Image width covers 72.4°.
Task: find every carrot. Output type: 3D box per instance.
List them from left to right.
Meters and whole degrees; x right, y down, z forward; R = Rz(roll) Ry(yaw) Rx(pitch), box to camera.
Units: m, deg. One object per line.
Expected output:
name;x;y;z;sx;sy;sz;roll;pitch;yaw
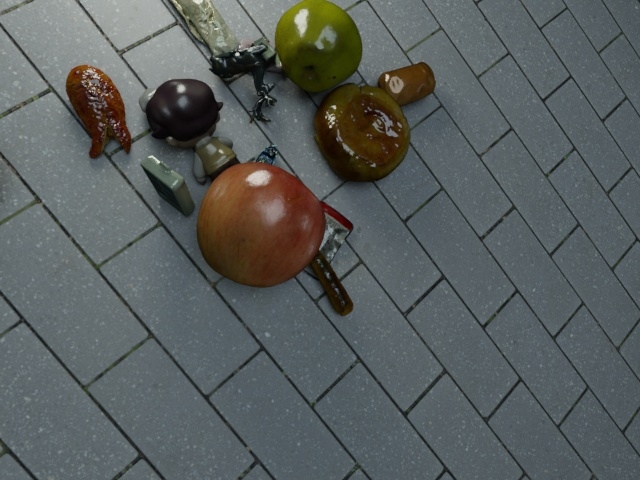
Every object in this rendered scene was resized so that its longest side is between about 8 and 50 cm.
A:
carrot;0.011;0.106;1.427;0.066;0.066;0.314;-34;100;-19

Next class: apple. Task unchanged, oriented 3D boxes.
apple;-0.173;-0.035;1.241;0.364;0.364;0.363;2;82;-18

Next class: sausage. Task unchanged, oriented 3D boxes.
sausage;0.319;-0.573;1.603;0.241;0.120;0.136;-28;106;-20

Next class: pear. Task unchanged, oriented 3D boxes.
pear;-0.005;-0.636;1.427;0.294;0.294;0.294;2;82;-18

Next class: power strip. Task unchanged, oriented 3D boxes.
power strip;-0.423;-0.147;1.231;0.118;0.270;0.046;35;74;1

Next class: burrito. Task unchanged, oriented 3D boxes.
burrito;-0.412;-0.766;1.409;0.117;0.076;0.392;-36;96;-7

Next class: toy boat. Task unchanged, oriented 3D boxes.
toy boat;-0.182;-0.254;1.426;0.060;0.061;0.137;36;73;-11

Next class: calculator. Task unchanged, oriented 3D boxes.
calculator;-0.197;-0.627;1.486;0.175;0.032;0.100;1;83;-19

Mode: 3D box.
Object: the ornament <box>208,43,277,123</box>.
ornament;-0.241;-0.488;1.408;0.202;0.080;0.236;-11;109;7

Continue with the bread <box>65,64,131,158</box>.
bread;-0.645;-0.379;1.275;0.139;0.095;0.268;-18;92;-12

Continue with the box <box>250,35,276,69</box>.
box;-0.188;-0.616;1.436;0.060;0.063;0.084;-41;98;-19

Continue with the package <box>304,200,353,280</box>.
package;0.000;0.000;1.467;0.154;0.030;0.239;36;76;-12

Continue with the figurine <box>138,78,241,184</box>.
figurine;-0.367;-0.325;1.342;0.218;0.206;0.365;-32;119;2

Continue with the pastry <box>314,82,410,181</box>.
pastry;0.142;-0.369;1.497;0.356;0.164;0.355;4;78;-18
